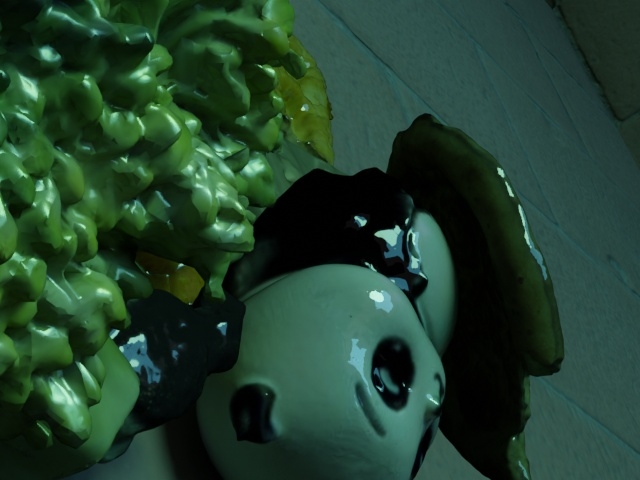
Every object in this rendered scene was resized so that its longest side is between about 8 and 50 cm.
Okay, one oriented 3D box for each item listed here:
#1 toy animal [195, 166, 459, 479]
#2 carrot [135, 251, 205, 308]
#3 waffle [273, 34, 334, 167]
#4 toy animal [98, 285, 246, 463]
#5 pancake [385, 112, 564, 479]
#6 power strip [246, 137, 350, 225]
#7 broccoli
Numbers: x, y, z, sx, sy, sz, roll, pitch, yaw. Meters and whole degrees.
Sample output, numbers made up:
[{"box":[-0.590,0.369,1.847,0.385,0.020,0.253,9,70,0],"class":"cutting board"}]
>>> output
[{"box":[0.009,0.069,0.770,0.179,0.138,0.166,-86,162,-51],"class":"toy animal"},{"box":[-0.126,-0.060,0.781,0.070,0.070,0.260,21,36,-59],"class":"carrot"},{"box":[-0.088,-0.156,1.042,0.274,0.057,0.168,44,21,-30],"class":"waffle"},{"box":[-0.139,0.000,0.619,0.225,0.094,0.121,52,28,-12],"class":"toy animal"},{"box":[0.084,0.034,0.856,0.212,0.029,0.235,-122,-157,-46],"class":"pancake"},{"box":[0.000,0.000,0.976,0.256,0.070,0.105,27,34,-57],"class":"power strip"},{"box":[-0.134,-0.017,0.475,0.247,0.263,0.243,37,-19,46],"class":"broccoli"}]
